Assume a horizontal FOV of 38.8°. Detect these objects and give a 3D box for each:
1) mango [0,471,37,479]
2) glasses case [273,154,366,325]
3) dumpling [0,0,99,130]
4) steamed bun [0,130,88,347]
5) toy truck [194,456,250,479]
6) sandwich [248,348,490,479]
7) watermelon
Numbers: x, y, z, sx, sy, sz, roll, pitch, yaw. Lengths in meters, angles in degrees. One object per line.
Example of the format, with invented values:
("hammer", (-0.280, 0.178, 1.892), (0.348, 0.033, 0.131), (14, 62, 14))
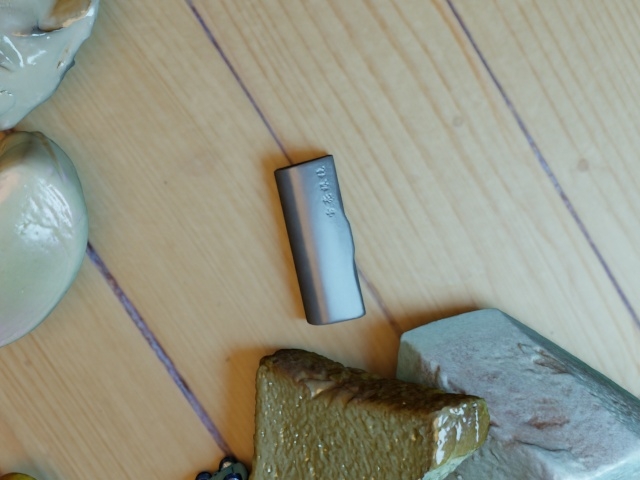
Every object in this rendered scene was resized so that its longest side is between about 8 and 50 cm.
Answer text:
("mango", (-0.339, 0.381, 1.069), (0.147, 0.109, 0.227), (0, 100, 24))
("glasses case", (0.001, 0.001, 1.043), (0.072, 0.042, 0.190), (-13, 99, -6))
("dumpling", (-0.387, -0.233, 0.967), (0.318, 0.187, 0.242), (-21, 59, -6))
("steamed bun", (-0.331, 0.009, 0.987), (0.153, 0.170, 0.238), (35, 100, -28))
("toy truck", (-0.105, 0.313, 1.087), (0.073, 0.056, 0.090), (-31, 110, -1))
("sandwich", (0.042, 0.260, 0.979), (0.288, 0.100, 0.254), (5, 94, 45))
("watermelon", (0.241, 0.233, 0.968), (0.387, 0.258, 0.228), (27, 95, 0))
